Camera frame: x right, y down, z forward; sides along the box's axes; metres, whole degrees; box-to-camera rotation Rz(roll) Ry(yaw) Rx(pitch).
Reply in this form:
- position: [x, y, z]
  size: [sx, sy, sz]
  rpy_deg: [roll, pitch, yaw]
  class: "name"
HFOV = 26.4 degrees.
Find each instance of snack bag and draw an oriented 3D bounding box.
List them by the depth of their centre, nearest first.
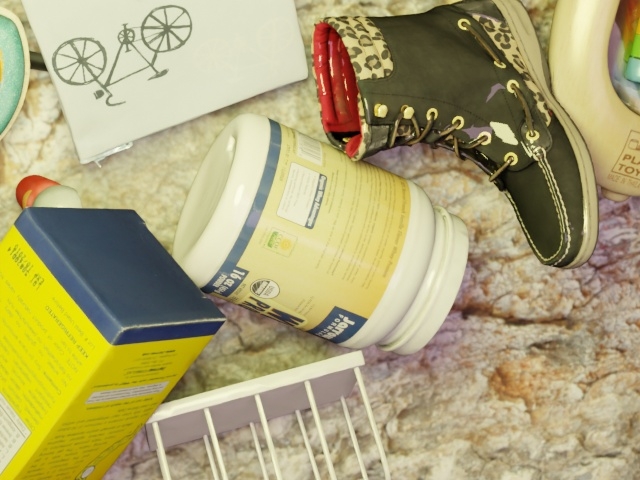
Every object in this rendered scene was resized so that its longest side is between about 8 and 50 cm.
- position: [-0.180, -0.282, 1.589]
  size: [0.323, 0.037, 0.342]
  rpy_deg: [-22, 127, -11]
  class: "snack bag"

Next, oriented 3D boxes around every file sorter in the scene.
- position: [-0.066, 0.275, 1.716]
  size: [0.277, 0.193, 0.173]
  rpy_deg: [-15, 74, -10]
  class: "file sorter"

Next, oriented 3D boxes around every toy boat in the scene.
- position: [-0.398, -0.122, 1.568]
  size: [0.267, 0.148, 0.318]
  rpy_deg: [-48, 121, -7]
  class: "toy boat"

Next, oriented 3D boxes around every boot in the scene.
- position: [0.160, -0.128, 1.643]
  size: [0.284, 0.138, 0.377]
  rpy_deg: [-7, 72, -27]
  class: "boot"

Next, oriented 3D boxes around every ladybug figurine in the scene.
- position: [0.431, -0.271, 1.756]
  size: [0.305, 0.162, 0.449]
  rpy_deg: [16, 98, -16]
  class: "ladybug figurine"

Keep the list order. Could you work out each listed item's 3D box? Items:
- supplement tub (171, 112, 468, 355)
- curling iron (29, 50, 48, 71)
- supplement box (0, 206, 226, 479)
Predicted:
- position: [0.000, 0.000, 1.680]
  size: [0.316, 0.228, 0.228]
  rpy_deg: [23, 96, -17]
  class: "supplement tub"
- position: [-0.446, -0.225, 1.628]
  size: [0.274, 0.035, 0.068]
  rpy_deg: [2, 123, -19]
  class: "curling iron"
- position: [-0.313, 0.154, 1.572]
  size: [0.194, 0.195, 0.356]
  rpy_deg: [48, 113, 22]
  class: "supplement box"
